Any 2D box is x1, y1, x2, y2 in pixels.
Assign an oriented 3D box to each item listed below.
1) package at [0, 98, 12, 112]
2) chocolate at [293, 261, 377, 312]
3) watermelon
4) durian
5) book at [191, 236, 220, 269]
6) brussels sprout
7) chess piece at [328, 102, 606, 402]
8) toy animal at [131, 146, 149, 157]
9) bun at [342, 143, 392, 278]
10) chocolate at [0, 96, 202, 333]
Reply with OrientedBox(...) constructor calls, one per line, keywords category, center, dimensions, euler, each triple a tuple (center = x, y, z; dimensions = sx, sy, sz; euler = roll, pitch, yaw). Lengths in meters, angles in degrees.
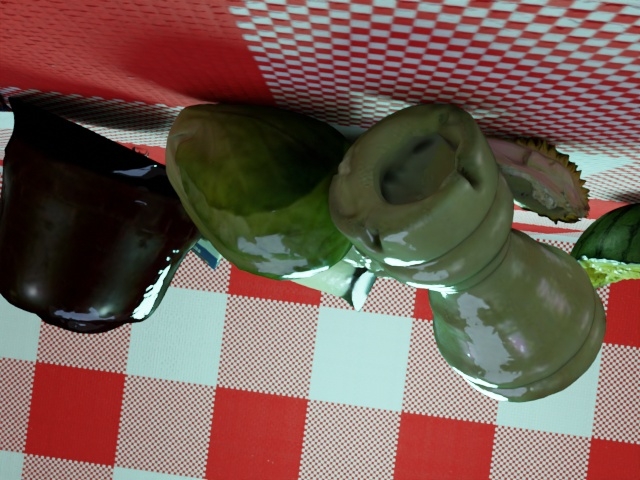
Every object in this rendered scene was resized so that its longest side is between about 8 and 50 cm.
OrientedBox(category="package", center=(-0.530, -0.221, 0.975), dimensions=(0.083, 0.022, 0.200), euler=(7, 178, -19))
OrientedBox(category="chocolate", center=(0.000, 0.000, 1.741), dimensions=(0.296, 0.326, 0.314), euler=(5, 136, -15))
OrientedBox(category="watermelon", center=(0.679, 0.012, 1.302), dimensions=(0.330, 0.190, 0.331), euler=(10, 163, 3))
OrientedBox(category="durian", center=(0.259, -0.102, 0.827), dimensions=(0.224, 0.078, 0.140), euler=(32, 180, -25))
OrientedBox(category="book", center=(-0.418, -0.059, 2.022), dimensions=(0.300, 0.039, 0.428), euler=(42, 159, 0))
OrientedBox(category="brussels sprout", center=(-0.072, -0.071, 0.828), dimensions=(0.271, 0.219, 0.210), euler=(28, 138, 7))
OrientedBox(category="chess piece", center=(0.193, 0.033, 0.813), dimensions=(0.234, 0.234, 0.442), euler=(7, 155, 41))
OrientedBox(category="toy animal", center=(-0.420, -0.200, 1.503), dimensions=(0.028, 0.050, 0.084), euler=(-22, 136, 6))
OrientedBox(category="bun", center=(0.114, -0.044, 1.076), dimensions=(0.360, 0.213, 0.361), euler=(5, 179, 0))
OrientedBox(category="chocolate", center=(-0.399, -0.012, 1.087), dimensions=(0.383, 0.332, 0.383), euler=(26, 178, 1))
